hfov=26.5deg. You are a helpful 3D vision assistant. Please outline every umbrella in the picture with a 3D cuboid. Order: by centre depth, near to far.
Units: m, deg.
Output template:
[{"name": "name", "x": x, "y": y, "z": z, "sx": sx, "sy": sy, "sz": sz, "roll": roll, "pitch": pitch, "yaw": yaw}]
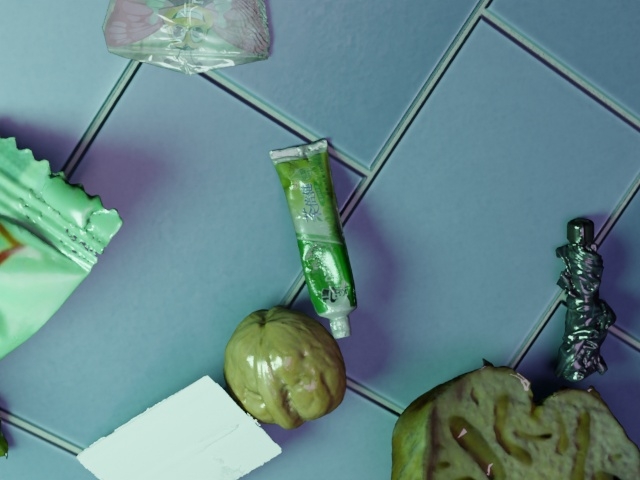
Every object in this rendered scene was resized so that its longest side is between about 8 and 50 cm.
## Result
[{"name": "umbrella", "x": 0.361, "y": 0.081, "z": 1.844, "sx": 0.080, "sy": 0.071, "sz": 0.224, "roll": -15, "pitch": 108, "yaw": -40}]

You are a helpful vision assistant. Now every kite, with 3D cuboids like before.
[{"name": "kite", "x": -0.144, "y": -0.370, "z": 1.585, "sx": 0.204, "sy": 0.022, "sz": 0.361, "roll": 2, "pitch": 110, "yaw": -16}]

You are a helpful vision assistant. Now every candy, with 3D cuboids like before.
[{"name": "candy", "x": -0.431, "y": 0.065, "z": 1.556, "sx": 0.263, "sy": 0.172, "sz": 0.398, "roll": 36, "pitch": 88, "yaw": 3}]

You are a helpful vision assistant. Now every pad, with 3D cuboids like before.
[{"name": "pad", "x": -0.180, "y": 0.271, "z": 1.734, "sx": 0.232, "sy": 0.004, "sz": 0.156, "roll": -33, "pitch": 114, "yaw": 22}]

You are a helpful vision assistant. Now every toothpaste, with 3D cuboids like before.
[{"name": "toothpaste", "x": 0.000, "y": 0.000, "z": 1.697, "sx": 0.078, "sy": 0.047, "sz": 0.248, "roll": -12, "pitch": 87, "yaw": -8}]

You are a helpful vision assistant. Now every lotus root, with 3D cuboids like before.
[{"name": "lotus root", "x": 0.272, "y": 0.348, "z": 1.775, "sx": 0.390, "sy": 0.111, "sz": 0.375, "roll": 25, "pitch": 55, "yaw": -15}]

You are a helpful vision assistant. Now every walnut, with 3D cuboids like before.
[{"name": "walnut", "x": -0.046, "y": 0.160, "z": 1.716, "sx": 0.166, "sy": 0.149, "sz": 0.167, "roll": 5, "pitch": 133, "yaw": 6}]

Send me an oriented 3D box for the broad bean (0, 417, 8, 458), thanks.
[{"name": "broad bean", "x": -0.427, "y": 0.182, "z": 1.663, "sx": 0.061, "sy": 0.046, "sz": 0.195, "roll": -6, "pitch": 106, "yaw": 0}]
